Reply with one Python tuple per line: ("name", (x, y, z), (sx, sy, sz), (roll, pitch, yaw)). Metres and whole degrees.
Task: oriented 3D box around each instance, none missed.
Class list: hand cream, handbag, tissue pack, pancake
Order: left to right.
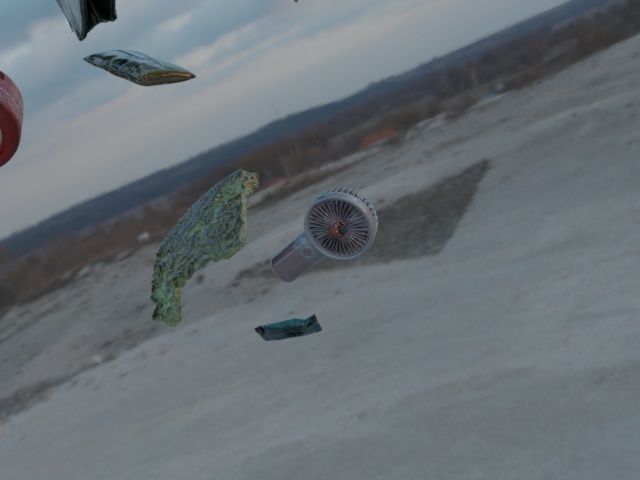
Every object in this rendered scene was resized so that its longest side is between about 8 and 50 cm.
("hand cream", (-0.669, -0.234, 1.585), (0.193, 0.193, 0.125), (-23, 44, 3))
("handbag", (-0.401, -0.460, 1.265), (0.079, 0.247, 0.260), (-32, 3, -16))
("pancake", (-0.213, 0.005, 1.588), (0.197, 0.054, 0.376), (9, 59, 42))
("tissue pack", (-0.070, 0.199, 1.837), (0.138, 0.028, 0.085), (-10, -30, 7))

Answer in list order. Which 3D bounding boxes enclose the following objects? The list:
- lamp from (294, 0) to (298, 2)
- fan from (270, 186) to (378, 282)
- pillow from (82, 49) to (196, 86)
("lamp", (-0.086, -0.516, 1.254), (0.147, 0.284, 0.209), (-5, -21, 12))
("fan", (0.000, 0.000, 1.513), (0.244, 0.130, 0.074), (-39, 10, 32))
("pillow", (-0.315, -0.302, 1.433), (0.113, 0.038, 0.203), (-15, 29, -40))
